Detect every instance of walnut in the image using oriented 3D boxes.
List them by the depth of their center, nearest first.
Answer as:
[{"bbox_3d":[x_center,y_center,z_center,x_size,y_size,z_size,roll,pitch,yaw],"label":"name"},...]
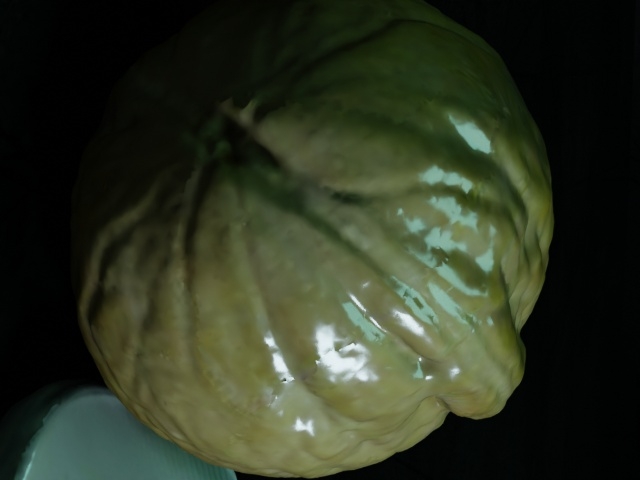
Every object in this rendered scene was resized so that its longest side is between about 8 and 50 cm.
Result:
[{"bbox_3d":[0.000,0.000,1.068,0.333,0.333,0.333,11,90,-70],"label":"walnut"}]

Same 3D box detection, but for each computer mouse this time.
[{"bbox_3d":[-0.123,0.199,1.124,0.331,0.095,0.197,42,57,-67],"label":"computer mouse"}]
